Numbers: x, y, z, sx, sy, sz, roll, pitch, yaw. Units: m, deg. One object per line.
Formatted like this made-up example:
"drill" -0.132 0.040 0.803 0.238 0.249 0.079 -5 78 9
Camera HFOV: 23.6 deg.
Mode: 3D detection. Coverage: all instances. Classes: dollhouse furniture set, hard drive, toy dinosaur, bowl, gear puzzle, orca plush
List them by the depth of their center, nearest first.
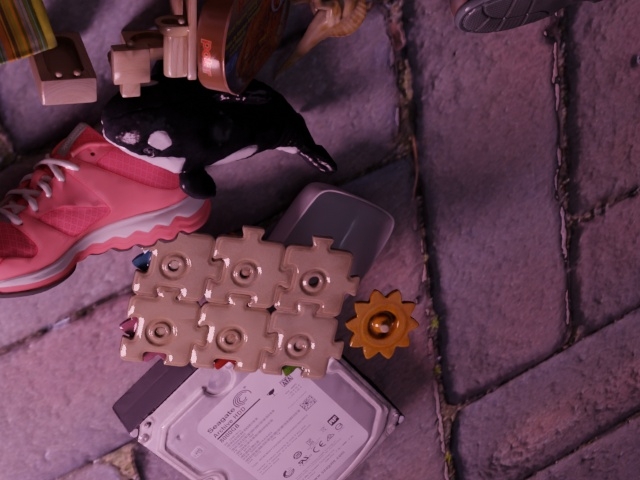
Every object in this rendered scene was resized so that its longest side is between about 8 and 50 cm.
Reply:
"dollhouse furniture set" -0.193 -0.215 1.420 0.151 0.144 0.123 -6 120 -15
"orca plush" -0.078 -0.116 1.536 0.287 0.102 0.151 20 65 -42
"toy dinosaur" 0.009 -0.240 1.590 0.183 0.053 0.092 -45 137 1
"gear puzzle" -0.049 0.066 1.702 0.339 0.044 0.175 7 109 -17
"bowl" 0.000 0.000 1.758 0.142 0.053 0.142 22 106 -43
"hard drive" -0.065 0.212 1.860 0.237 0.064 0.339 -44 135 -1

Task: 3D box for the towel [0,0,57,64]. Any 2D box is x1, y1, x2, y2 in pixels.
"towel" -0.358 -0.183 1.348 0.237 0.102 0.021 -22 176 -21

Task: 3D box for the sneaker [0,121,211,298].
"sneaker" -0.257 -0.046 1.518 0.314 0.116 0.136 -23 120 -33

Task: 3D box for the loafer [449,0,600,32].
"loafer" 0.254 -0.303 1.716 0.268 0.084 0.096 -17 160 -20

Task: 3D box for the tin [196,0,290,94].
"tin" -0.073 -0.216 1.485 0.189 0.040 0.106 -59 160 -52
